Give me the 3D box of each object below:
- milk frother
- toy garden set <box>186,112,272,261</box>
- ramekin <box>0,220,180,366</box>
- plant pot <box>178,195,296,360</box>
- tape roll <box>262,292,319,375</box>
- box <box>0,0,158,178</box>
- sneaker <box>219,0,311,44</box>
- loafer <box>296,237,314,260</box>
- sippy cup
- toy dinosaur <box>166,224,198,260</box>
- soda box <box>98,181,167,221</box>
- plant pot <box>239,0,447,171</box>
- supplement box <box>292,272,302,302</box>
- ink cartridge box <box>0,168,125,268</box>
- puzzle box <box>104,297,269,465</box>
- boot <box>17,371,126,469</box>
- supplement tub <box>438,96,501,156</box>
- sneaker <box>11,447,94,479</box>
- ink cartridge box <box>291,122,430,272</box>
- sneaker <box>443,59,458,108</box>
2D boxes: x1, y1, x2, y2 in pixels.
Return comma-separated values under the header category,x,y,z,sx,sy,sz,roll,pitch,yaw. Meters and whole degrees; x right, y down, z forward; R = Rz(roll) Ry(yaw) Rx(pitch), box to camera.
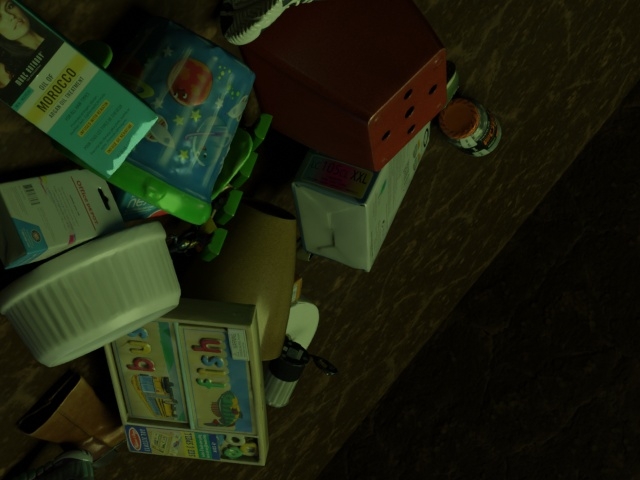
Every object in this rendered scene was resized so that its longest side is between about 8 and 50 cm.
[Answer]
category,x,y,z,sx,sy,sz,roll,pitch,yaw
milk frother,-0.052,0.315,2.434,0.129,0.143,0.135,-31,151,-55
toy garden set,-0.164,-0.086,1.778,0.204,0.049,0.244,153,-42,-74
ramekin,-0.333,0.086,1.578,0.272,0.127,0.273,-26,177,-1
plant pot,-0.140,0.057,1.958,0.237,0.237,0.254,0,114,-63
tape roll,-0.161,0.273,2.445,0.392,0.072,0.392,-40,156,-22
box,-0.312,-0.185,1.218,0.244,0.060,0.100,38,93,-30
sneaker,-0.040,-0.370,1.573,0.235,0.094,0.153,-60,150,0
loafer,0.000,0.000,2.330,0.148,0.050,0.056,-39,157,-24
sippy cup,-0.209,-0.171,1.436,0.224,0.240,0.305,-60,-177,1
toy dinosaur,-0.245,0.013,1.896,0.082,0.047,0.090,-31,170,4
soda box,-0.261,-0.084,1.662,0.210,0.067,0.071,-15,140,-55
plant pot,0.063,-0.276,1.740,0.267,0.235,0.267,-45,158,-12
supplement box,-0.146,0.138,2.242,0.233,0.078,0.080,-35,151,-34
ink cartridge box,-0.369,-0.035,1.465,0.061,0.104,0.181,-29,174,37
puzzle box,-0.238,0.255,1.897,0.052,0.272,0.409,-78,170,-45
boot,-0.418,0.301,2.021,0.264,0.096,0.280,-38,150,-7
supplement tub,0.345,-0.266,2.464,0.117,0.117,0.190,-53,159,10
sneaker,-0.519,0.479,1.985,0.223,0.098,0.083,-32,148,13
ink cartridge box,0.098,-0.178,1.985,0.270,0.151,0.395,83,31,-62
sneaker,0.235,-0.291,2.278,0.192,0.064,0.086,-52,154,-3
